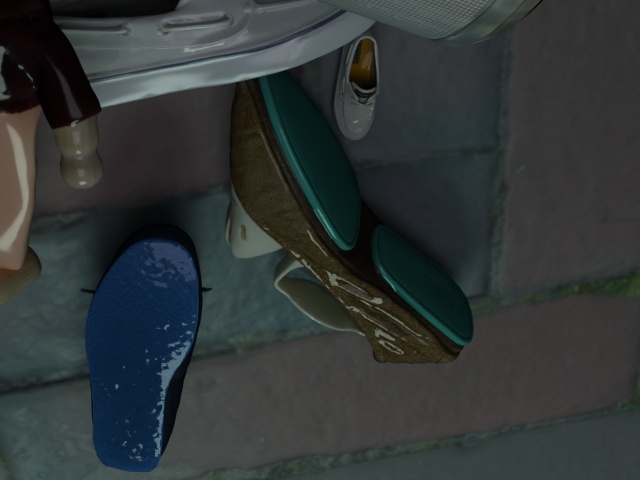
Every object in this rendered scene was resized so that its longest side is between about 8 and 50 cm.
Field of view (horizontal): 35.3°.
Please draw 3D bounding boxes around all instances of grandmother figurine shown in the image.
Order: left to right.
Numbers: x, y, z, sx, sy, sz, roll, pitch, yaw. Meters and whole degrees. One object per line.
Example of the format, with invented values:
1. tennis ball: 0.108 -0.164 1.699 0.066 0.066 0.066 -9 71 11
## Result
1. grandmother figurine: -0.218 -0.107 0.664 0.207 0.104 0.342 32 131 14

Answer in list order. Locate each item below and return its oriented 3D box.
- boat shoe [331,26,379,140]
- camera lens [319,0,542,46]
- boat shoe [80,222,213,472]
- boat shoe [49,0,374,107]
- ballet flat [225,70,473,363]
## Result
1. boat shoe: 0.031 -0.122 0.801 0.035 0.035 0.100 0 122 -12
2. camera lens: 0.024 -0.254 0.605 0.274 0.219 0.219 14 118 -20
3. boat shoe: -0.159 0.084 0.867 0.109 0.089 0.258 17 123 -7
4. boat shoe: -0.083 -0.163 0.715 0.258 0.095 0.084 -17 127 -2
5. ballet flat: 0.000 0.000 0.844 0.124 0.116 0.342 -23 130 26
